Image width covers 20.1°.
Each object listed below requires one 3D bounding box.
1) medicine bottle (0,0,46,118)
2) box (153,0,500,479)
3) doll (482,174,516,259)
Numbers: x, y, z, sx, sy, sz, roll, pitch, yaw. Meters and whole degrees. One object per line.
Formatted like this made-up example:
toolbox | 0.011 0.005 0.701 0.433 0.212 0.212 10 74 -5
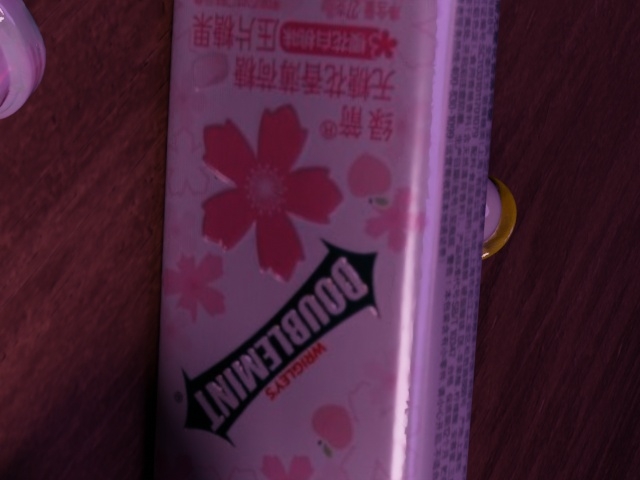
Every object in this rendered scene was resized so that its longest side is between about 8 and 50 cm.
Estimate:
medicine bottle | -0.253 0.050 0.672 0.426 0.108 0.108 -60 146 -35
box | 0.000 0.000 1.066 0.112 0.190 0.369 -16 110 -62
doll | 0.092 -0.028 1.356 0.207 0.081 0.129 13 73 -66
